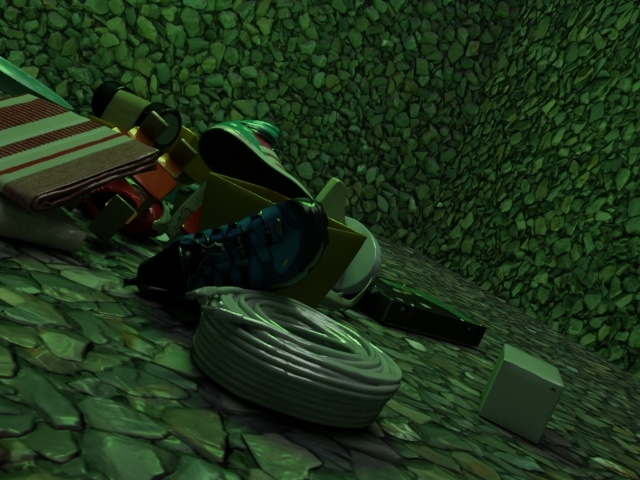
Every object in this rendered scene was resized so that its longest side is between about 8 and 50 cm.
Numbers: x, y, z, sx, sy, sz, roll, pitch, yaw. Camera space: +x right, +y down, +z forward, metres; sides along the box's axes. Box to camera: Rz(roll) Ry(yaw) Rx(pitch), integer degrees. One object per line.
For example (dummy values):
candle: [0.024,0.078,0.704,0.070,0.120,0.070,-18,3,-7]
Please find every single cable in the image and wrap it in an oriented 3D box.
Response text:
cable: [-0.029,0.142,0.888,0.257,0.089,0.257,26,5,14]

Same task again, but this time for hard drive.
hard drive: [0.206,0.156,1.729,0.338,0.064,0.237,18,9,-39]

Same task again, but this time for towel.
towel: [-0.444,-0.143,1.108,0.329,0.037,0.237,25,34,27]
towel: [-0.547,-0.087,1.057,0.331,0.053,0.317,17,9,-40]

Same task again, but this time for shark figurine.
shark figurine: [-0.016,0.074,1.401,0.278,0.116,0.166,20,8,-15]

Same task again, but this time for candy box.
candy box: [-0.198,-0.050,1.462,0.070,0.165,0.196,53,17,18]

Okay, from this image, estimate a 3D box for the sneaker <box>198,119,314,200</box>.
sneaker: [-0.096,-0.124,1.397,0.295,0.124,0.178,45,24,-13]

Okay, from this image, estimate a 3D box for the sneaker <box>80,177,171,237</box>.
sneaker: [-0.413,-0.093,1.369,0.279,0.107,0.118,25,12,18]

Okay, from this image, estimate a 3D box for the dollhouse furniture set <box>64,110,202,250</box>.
dollhouse furniture set: [-0.283,-0.096,1.265,0.259,0.135,0.262,44,31,-9]

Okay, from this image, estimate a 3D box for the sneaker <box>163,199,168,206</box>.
sneaker: [-0.371,-0.071,1.687,0.037,0.032,0.083,38,12,4]

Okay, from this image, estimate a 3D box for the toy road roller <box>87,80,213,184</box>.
toy road roller: [-0.420,-0.190,1.673,0.202,0.241,0.329,27,-7,24]

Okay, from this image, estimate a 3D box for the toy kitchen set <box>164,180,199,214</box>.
toy kitchen set: [-0.349,-0.136,1.847,0.207,0.122,0.166,27,7,30]

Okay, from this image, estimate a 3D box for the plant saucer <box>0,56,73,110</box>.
plant saucer: [-0.719,-0.376,1.652,0.317,0.044,0.317,34,3,-2]

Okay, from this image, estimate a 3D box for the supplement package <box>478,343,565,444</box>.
supplement package: [0.338,0.253,1.224,0.105,0.105,0.179,26,6,13]

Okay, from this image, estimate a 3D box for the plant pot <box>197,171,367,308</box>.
plant pot: [-0.084,0.027,1.185,0.212,0.187,0.212,27,6,25]

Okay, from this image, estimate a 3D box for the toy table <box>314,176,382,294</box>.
toy table: [0.000,0.000,1.620,0.274,0.252,0.161,18,-17,49]

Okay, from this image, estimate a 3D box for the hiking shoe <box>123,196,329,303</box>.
hiking shoe: [-0.122,0.028,0.976,0.304,0.113,0.132,-26,-13,35]
